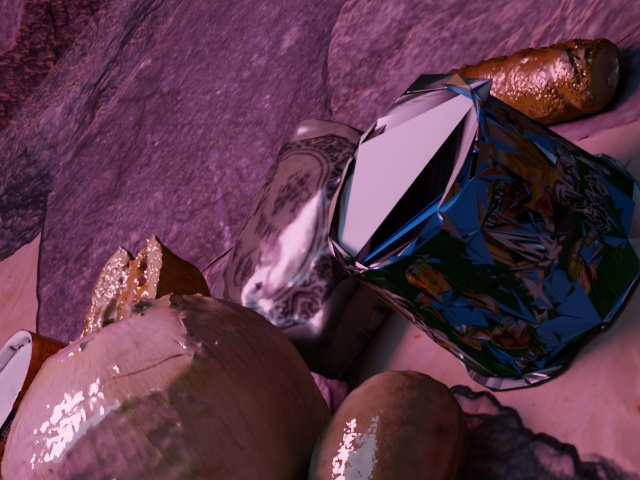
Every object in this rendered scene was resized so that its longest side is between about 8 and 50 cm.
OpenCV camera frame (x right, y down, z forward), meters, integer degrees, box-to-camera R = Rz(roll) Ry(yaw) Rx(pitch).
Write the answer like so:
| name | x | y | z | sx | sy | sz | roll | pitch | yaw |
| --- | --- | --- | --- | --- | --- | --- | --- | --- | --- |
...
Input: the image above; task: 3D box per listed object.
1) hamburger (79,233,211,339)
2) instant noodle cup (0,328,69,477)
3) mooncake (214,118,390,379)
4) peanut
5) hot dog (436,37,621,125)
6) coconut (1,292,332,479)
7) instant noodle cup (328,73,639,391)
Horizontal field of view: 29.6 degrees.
| name | x | y | z | sx | sy | sz | roll | pitch | yaw |
| --- | --- | --- | --- | --- | --- | --- | --- | --- | --- |
| hamburger | -0.211 | 0.149 | 1.456 | 0.143 | 0.156 | 0.283 | -13 | 54 | 29 |
| instant noodle cup | -0.339 | 0.231 | 1.557 | 0.230 | 0.182 | 0.230 | -39 | 33 | 32 |
| mooncake | -0.004 | -0.002 | 1.281 | 0.250 | 0.136 | 0.254 | -61 | 26 | 3 |
| peanut | 0.041 | 0.229 | 0.985 | 0.137 | 0.122 | 0.253 | -15 | 54 | 58 |
| hot dog | 0.177 | -0.147 | 1.201 | 0.289 | 0.068 | 0.083 | -6 | 64 | 56 |
| coconut | -0.140 | 0.185 | 1.098 | 0.297 | 0.255 | 0.297 | -37 | 8 | 6 |
| instant noodle cup | 0.129 | -0.014 | 1.018 | 0.240 | 0.178 | 0.240 | -40 | 32 | 31 |
